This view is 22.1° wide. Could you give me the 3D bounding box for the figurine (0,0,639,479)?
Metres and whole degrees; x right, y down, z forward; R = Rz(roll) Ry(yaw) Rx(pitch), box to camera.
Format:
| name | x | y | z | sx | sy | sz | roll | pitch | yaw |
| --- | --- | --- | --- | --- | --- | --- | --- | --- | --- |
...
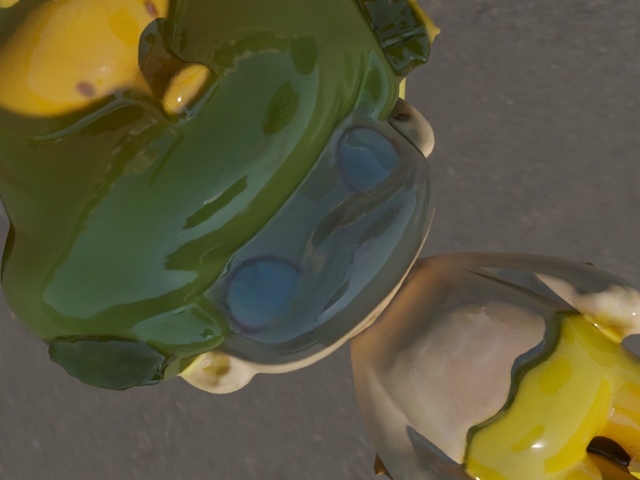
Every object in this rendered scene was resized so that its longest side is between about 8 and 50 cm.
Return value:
| name | x | y | z | sx | sy | sz | roll | pitch | yaw |
| --- | --- | --- | --- | --- | --- | --- | --- | --- | --- |
| figurine | 0.000 | 0.000 | 0.478 | 0.246 | 0.131 | 0.156 | 39 | 75 | 6 |
